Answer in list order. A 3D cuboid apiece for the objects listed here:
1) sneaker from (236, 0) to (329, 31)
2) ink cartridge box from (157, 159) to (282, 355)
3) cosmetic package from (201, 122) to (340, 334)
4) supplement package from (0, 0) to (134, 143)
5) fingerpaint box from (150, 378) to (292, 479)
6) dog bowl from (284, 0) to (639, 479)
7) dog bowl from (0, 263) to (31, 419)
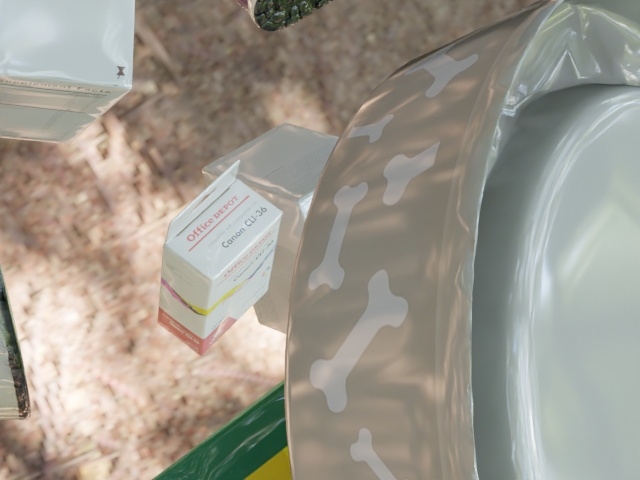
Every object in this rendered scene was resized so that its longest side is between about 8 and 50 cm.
[{"bbox_3d":[0.010,-0.345,2.034,0.283,0.107,0.124,-25,57,-28],"label":"sneaker"},{"bbox_3d":[-0.103,0.019,1.854,0.067,0.198,0.115,36,60,15],"label":"ink cartridge box"},{"bbox_3d":[0.000,0.000,2.136,0.138,0.225,0.224,-31,117,-25],"label":"cosmetic package"},{"bbox_3d":[-0.265,-0.183,1.675,0.139,0.244,0.133,5,80,-21],"label":"supplement package"},{"bbox_3d":[0.098,0.218,0.937,0.445,0.163,0.371,-35,82,-24],"label":"fingerpaint box"},{"bbox_3d":[0.115,0.064,0.759,0.349,0.102,0.348,9,79,-51],"label":"dog bowl"},{"bbox_3d":[-0.395,-0.009,1.703,0.150,0.408,0.408,-14,79,-12],"label":"dog bowl"}]
